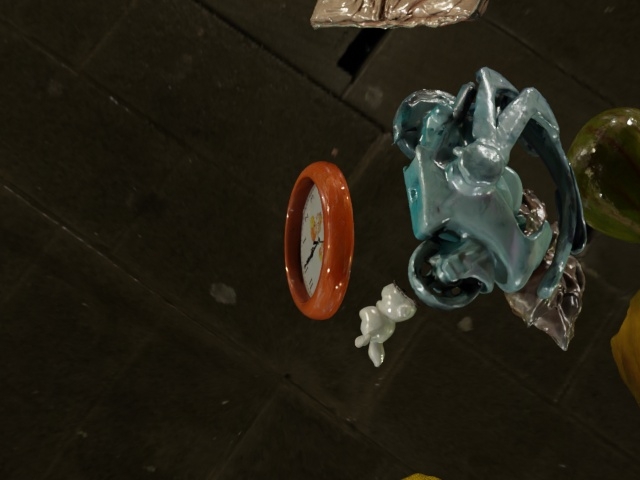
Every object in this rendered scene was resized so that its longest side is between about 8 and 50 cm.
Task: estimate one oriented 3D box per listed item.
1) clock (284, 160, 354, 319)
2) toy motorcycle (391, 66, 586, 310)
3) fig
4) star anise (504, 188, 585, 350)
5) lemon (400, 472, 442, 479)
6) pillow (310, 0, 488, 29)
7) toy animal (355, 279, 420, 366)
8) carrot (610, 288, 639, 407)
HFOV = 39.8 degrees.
[{"bbox_3d":[0.000,0.000,1.142,0.051,0.205,0.205,3,81,-18],"label":"clock"},{"bbox_3d":[0.184,-0.053,0.974,0.206,0.154,0.260,-2,72,-13],"label":"toy motorcycle"},{"bbox_3d":[0.404,-0.042,1.071,0.151,0.151,0.259,-29,57,-7],"label":"fig"},{"bbox_3d":[0.342,0.018,1.455,0.118,0.332,0.331,-32,83,23],"label":"star anise"},{"bbox_3d":[0.084,0.326,0.750,0.234,0.288,0.233,-1,40,1],"label":"lemon"},{"bbox_3d":[0.085,-0.274,0.915,0.233,0.043,0.126,11,77,44],"label":"pillow"},{"bbox_3d":[0.109,0.137,1.499,0.124,0.085,0.071,-43,124,6],"label":"toy animal"},{"bbox_3d":[0.415,0.102,0.739,0.242,0.340,0.241,0,89,1],"label":"carrot"}]
